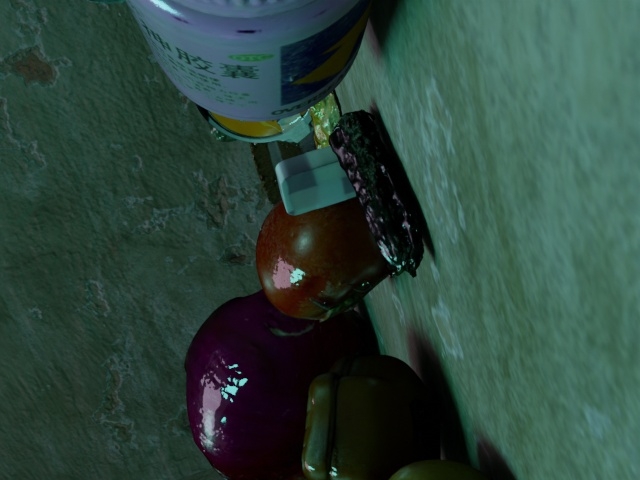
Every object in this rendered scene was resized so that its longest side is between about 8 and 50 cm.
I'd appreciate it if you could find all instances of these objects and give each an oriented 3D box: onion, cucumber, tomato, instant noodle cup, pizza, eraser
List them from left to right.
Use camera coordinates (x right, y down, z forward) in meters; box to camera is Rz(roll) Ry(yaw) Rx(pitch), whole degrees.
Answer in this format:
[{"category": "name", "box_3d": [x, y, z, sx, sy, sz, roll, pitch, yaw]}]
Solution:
[{"category": "instant noodle cup", "box_3d": [-0.090, -0.245, 1.048, 0.126, 0.177, 0.208, -91, -24, -52]}, {"category": "onion", "box_3d": [-0.022, 0.300, 1.294, 0.420, 0.398, 0.398, 37, 151, 44]}, {"category": "tomato", "box_3d": [0.001, 0.010, 0.850, 0.167, 0.167, 0.167, 163, 90, -86]}, {"category": "pizza", "box_3d": [0.002, -0.159, 0.953, 0.099, 0.035, 0.160, -113, 7, -54]}, {"category": "eraser", "box_3d": [0.009, -0.066, 0.764, 0.065, 0.105, 0.026, 80, 172, -55]}, {"category": "cucumber", "box_3d": [0.053, -0.048, 0.671, 0.053, 0.053, 0.182, 81, 168, -65]}]

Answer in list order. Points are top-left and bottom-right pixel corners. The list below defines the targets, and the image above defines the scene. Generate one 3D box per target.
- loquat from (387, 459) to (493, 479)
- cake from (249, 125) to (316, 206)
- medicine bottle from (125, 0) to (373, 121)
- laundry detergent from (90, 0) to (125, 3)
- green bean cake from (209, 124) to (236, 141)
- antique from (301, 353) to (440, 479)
[{"category": "loquat", "box_3d": [0.106, 0.266, 0.637, 0.195, 0.152, 0.152, 35, -143, -84]}, {"category": "cake", "box_3d": [-0.061, -0.149, 1.289, 0.295, 0.115, 0.113, 90, 161, -78]}, {"category": "medicine bottle", "box_3d": [-0.045, -0.192, 0.466, 0.291, 0.178, 0.178, 129, 124, -84]}, {"category": "laundry detergent", "box_3d": [-0.250, -0.530, 1.043, 0.287, 0.287, 0.305, -128, 21, -79]}, {"category": "green bean cake", "box_3d": [-0.128, -0.270, 1.311, 0.094, 0.173, 0.181, -111, 8, -56]}, {"category": "antique", "box_3d": [0.064, 0.239, 0.827, 0.278, 0.129, 0.224, 68, -155, -54]}]
